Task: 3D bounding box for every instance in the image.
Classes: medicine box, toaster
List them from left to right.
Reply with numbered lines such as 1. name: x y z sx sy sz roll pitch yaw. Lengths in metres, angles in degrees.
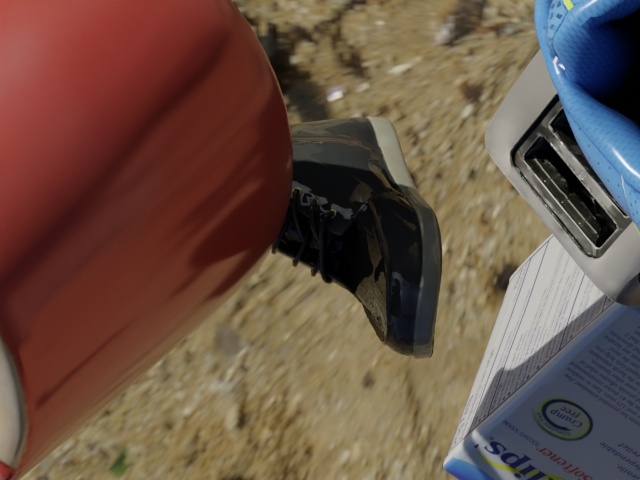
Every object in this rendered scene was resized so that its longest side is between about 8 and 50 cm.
1. medicine box: 0.268 0.080 1.662 0.149 0.263 0.289 33 134 -7
2. toaster: 0.215 -0.074 1.196 0.185 0.110 0.168 54 125 23

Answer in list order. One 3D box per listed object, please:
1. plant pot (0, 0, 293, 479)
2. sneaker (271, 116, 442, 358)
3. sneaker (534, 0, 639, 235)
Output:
1. plant pot: -0.178 -0.006 0.975 0.275 0.243 0.275 12 127 17
2. sneaker: 0.000 0.000 1.130 0.118 0.222 0.083 -1 120 -11
3. sneaker: 0.098 -0.065 0.482 0.091 0.126 0.240 -26 52 11
